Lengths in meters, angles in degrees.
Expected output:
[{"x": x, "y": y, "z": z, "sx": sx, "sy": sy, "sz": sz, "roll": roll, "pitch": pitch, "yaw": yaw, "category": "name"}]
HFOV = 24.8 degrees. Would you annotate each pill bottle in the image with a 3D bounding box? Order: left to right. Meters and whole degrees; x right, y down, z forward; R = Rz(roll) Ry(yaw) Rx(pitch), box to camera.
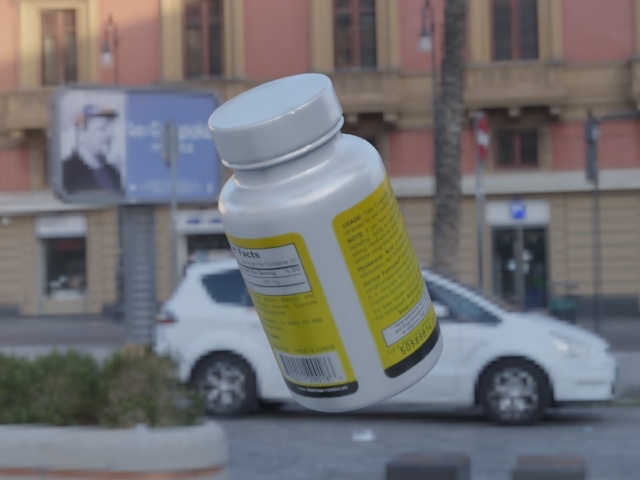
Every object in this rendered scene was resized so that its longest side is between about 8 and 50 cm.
[{"x": 0.000, "y": 0.000, "z": 0.544, "sx": 0.065, "sy": 0.116, "sz": 0.065, "roll": -17, "pitch": 22, "yaw": 7, "category": "pill bottle"}]
